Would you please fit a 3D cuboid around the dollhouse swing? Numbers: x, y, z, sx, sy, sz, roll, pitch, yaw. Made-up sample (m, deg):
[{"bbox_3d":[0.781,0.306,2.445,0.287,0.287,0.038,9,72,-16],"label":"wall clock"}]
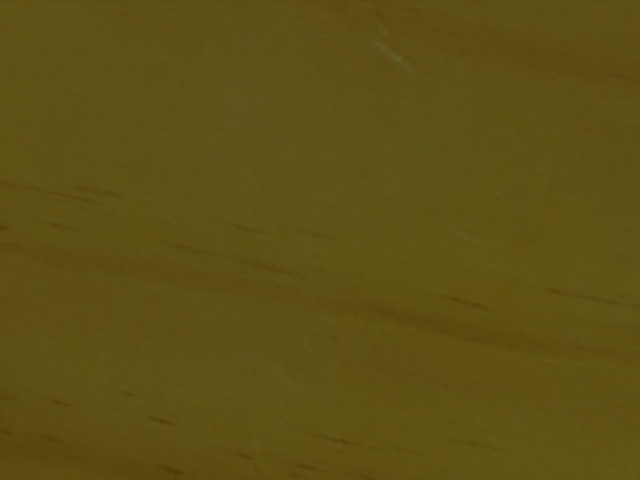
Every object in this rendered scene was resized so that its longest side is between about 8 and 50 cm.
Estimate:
[{"bbox_3d":[0.000,0.000,0.572,0.315,0.305,0.347,-122,35,-79],"label":"dollhouse swing"}]
